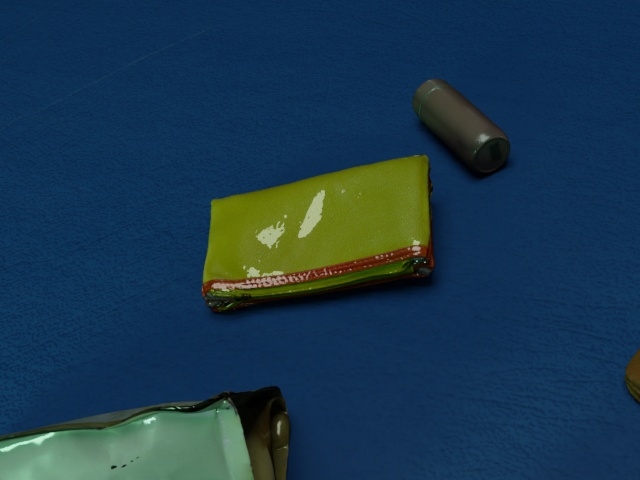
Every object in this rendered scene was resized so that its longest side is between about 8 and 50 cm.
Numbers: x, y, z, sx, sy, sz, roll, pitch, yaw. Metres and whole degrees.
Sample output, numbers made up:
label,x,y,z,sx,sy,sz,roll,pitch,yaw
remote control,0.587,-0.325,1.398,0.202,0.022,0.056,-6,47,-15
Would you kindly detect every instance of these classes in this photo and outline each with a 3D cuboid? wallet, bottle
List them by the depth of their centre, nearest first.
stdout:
label,x,y,z,sx,sy,sz,roll,pitch,yaw
wallet,0.000,0.000,1.040,0.241,0.067,0.141,-10,47,14
bottle,0.153,-0.128,1.127,0.053,0.053,0.140,-26,43,-9

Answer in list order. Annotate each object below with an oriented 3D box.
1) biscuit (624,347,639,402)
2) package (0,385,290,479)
label,x,y,z,sx,sy,sz,roll,pitch,yaw
biscuit,0.316,0.136,0.805,0.186,0.036,0.192,-26,42,-8
package,-0.184,0.222,0.818,0.311,0.221,0.165,-9,82,6
